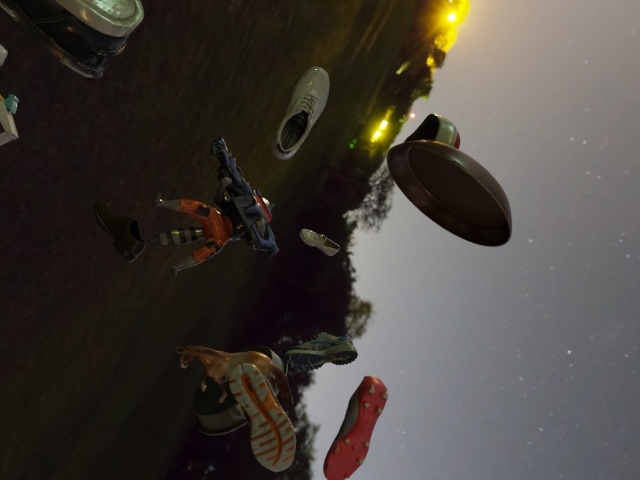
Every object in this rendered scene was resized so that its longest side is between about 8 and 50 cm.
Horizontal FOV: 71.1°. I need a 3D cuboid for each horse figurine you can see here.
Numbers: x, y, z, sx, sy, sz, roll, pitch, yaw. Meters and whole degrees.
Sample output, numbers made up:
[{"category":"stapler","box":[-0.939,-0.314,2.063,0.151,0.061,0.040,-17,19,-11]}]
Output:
[{"category":"horse figurine","box":[-0.186,0.307,1.024,0.066,0.263,0.174,-79,174,-58]}]

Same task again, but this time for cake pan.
[{"category":"cake pan","box":[-0.229,0.397,1.236,0.293,0.054,0.293,-27,-160,10]}]

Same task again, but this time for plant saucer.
[{"category":"plant saucer","box":[0.150,-0.058,0.515,0.029,0.168,0.168,-49,-177,-8]}]

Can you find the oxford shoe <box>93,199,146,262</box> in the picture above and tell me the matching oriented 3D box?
[{"category":"oxford shoe","box":[-0.603,-0.047,1.361,0.096,0.227,0.083,-42,169,3]}]

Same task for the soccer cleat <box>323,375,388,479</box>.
[{"category":"soccer cleat","box":[0.079,0.430,1.031,0.248,0.083,0.095,-64,-172,-4]}]

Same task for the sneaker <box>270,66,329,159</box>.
[{"category":"sneaker","box":[-0.041,-0.322,1.132,0.258,0.094,0.091,-67,-161,-1]}]

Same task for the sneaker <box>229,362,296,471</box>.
[{"category":"sneaker","box":[-0.107,0.330,0.856,0.084,0.215,0.083,-21,176,-10]}]

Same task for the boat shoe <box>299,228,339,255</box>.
[{"category":"boat shoe","box":[0.000,0.000,1.012,0.035,0.100,0.035,-37,-154,47]}]

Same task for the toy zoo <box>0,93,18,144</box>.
[{"category":"toy zoo","box":[-0.916,-0.299,1.138,0.293,0.192,0.030,-31,173,-13]}]

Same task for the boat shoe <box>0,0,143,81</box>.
[{"category":"boat shoe","box":[-0.245,-0.218,0.318,0.079,0.233,0.084,-31,-155,41]}]

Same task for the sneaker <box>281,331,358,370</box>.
[{"category":"sneaker","box":[-0.003,0.198,0.813,0.058,0.135,0.052,-102,-168,-51]}]

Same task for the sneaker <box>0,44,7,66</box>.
[{"category":"sneaker","box":[-0.746,-0.372,0.908,0.115,0.232,0.090,55,36,-51]}]

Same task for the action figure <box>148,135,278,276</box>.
[{"category":"action figure","box":[-0.273,-0.083,1.166,0.330,0.341,0.178,-14,168,-42]}]

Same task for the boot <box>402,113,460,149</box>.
[{"category":"boot","box":[0.207,-0.100,0.667,0.088,0.176,0.244,-61,-179,5]}]
